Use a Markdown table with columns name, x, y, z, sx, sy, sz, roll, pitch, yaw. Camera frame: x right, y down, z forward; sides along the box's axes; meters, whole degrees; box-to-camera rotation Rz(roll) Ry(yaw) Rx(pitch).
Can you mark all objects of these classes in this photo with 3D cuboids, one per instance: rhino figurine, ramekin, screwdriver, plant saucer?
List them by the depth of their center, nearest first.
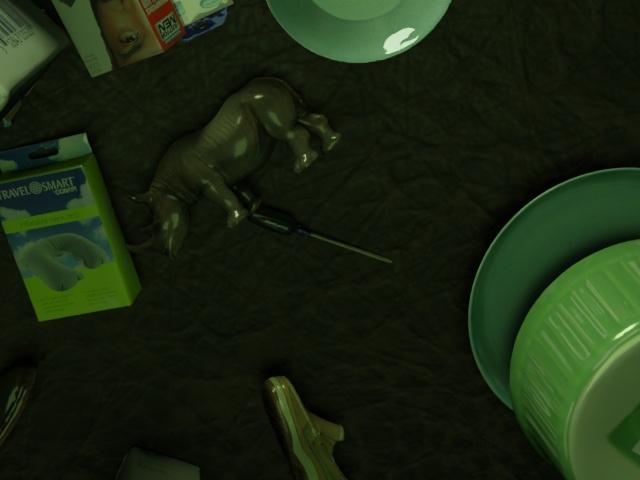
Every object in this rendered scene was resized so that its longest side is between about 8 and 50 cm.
| name | x | y | z | sx | sy | sz | roll | pitch | yaw |
| --- | --- | --- | --- | --- | --- | --- | --- | --- | --- |
| plant saucer | 0.037 | -0.271 | 1.095 | 0.195 | 0.037 | 0.195 | -1 | 112 | -1 |
| rhino figurine | -0.103 | -0.067 | 1.139 | 0.243 | 0.073 | 0.106 | -38 | 93 | 9 |
| ramekin | 0.363 | 0.163 | 1.189 | 0.303 | 0.148 | 0.303 | -2 | 110 | -6 |
| screwdriver | 0.000 | 0.000 | 1.204 | 0.170 | 0.024 | 0.025 | 24 | 76 | -16 |
| plant saucer | 0.315 | 0.067 | 1.251 | 0.317 | 0.044 | 0.317 | -2 | 109 | -6 |

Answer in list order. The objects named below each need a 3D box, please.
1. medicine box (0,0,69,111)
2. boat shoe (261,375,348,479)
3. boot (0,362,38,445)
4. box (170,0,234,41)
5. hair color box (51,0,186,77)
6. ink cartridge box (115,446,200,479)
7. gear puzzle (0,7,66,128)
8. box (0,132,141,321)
| name | x | y | z | sx | sy | sz | roll | pitch | yaw |
| --- | --- | --- | --- | --- | --- | --- | --- | --- | --- |
| medicine box | -0.377 | -0.096 | 0.953 | 0.149 | 0.263 | 0.289 | 43 | 102 | -15 |
| boat shoe | -0.009 | 0.221 | 1.267 | 0.072 | 0.068 | 0.190 | -24 | 121 | -10 |
| boot | -0.395 | 0.195 | 1.200 | 0.106 | 0.082 | 0.219 | 35 | 105 | -19 |
| box | -0.141 | -0.260 | 1.090 | 0.081 | 0.028 | 0.136 | -25 | 109 | 3 |
| hair color box | -0.207 | -0.247 | 1.056 | 0.093 | 0.053 | 0.167 | -14 | 115 | 29 |
| ink cartridge box | -0.192 | 0.345 | 1.208 | 0.093 | 0.212 | 0.154 | 20 | 106 | -16 |
| gear puzzle | -0.422 | -0.227 | 1.069 | 0.339 | 0.044 | 0.175 | 34 | 105 | -13 |
| box | -0.261 | -0.011 | 1.150 | 0.109 | 0.042 | 0.178 | -11 | 112 | 12 |
